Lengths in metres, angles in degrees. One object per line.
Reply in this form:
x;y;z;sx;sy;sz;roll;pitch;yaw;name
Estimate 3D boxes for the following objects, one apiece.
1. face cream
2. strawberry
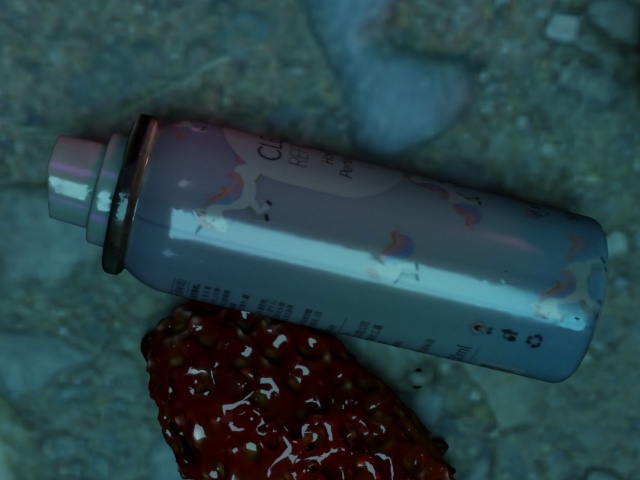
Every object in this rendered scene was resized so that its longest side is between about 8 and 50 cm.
0.000;0.000;0.519;0.229;0.075;0.075;13;112;-6;face cream
-0.013;0.112;0.564;0.121;0.082;0.188;-37;111;17;strawberry
